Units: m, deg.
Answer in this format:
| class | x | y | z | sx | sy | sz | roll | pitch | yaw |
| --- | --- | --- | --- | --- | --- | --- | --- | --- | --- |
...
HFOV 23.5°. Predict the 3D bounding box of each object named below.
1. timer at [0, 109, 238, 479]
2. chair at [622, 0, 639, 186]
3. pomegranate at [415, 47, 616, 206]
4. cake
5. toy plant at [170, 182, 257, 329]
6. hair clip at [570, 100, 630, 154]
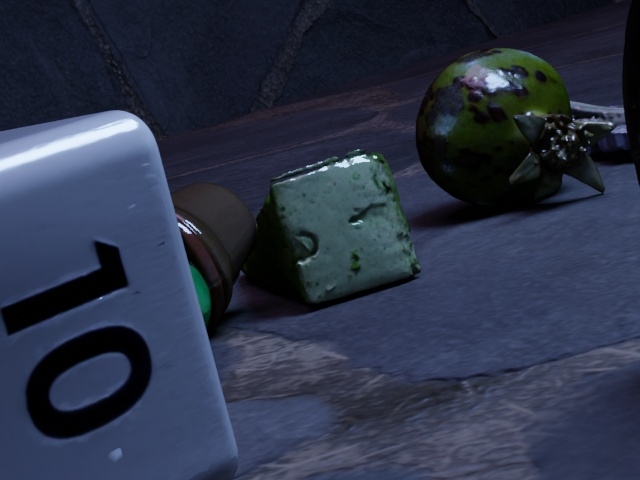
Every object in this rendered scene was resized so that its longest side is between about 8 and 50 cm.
| class | x | y | z | sx | sy | sz | roll | pitch | yaw |
| --- | --- | --- | --- | --- | --- | --- | --- | --- | --- |
| timer | -0.184 | 0.060 | 0.723 | 0.194 | 0.192 | 0.195 | -5 | 13 | 44 |
| chair | 0.378 | -0.098 | 0.774 | 0.401 | 0.226 | 0.226 | -16 | 10 | -23 |
| pomegranate | 0.160 | -0.087 | 1.328 | 0.148 | 0.148 | 0.169 | -16 | 35 | -10 |
| cake | 0.001 | 0.015 | 1.220 | 0.100 | 0.099 | 0.235 | -17 | -11 | -15 |
| toy plant | -0.125 | 0.034 | 1.105 | 0.143 | 0.105 | 0.200 | 10 | 40 | 34 |
| hair clip | 0.266 | -0.114 | 1.470 | 0.292 | 0.084 | 0.106 | 2 | 13 | 43 |
